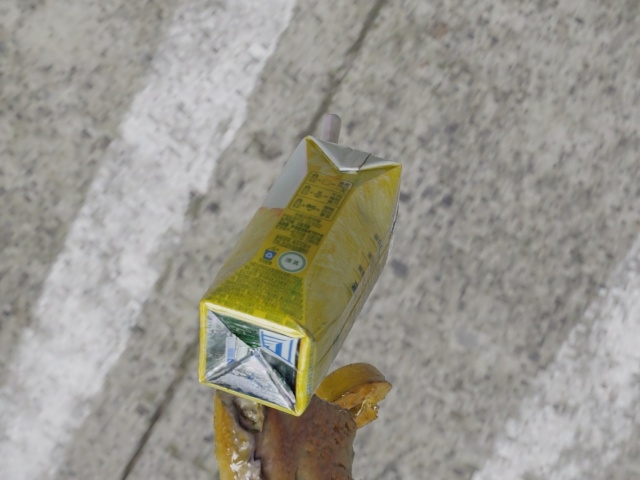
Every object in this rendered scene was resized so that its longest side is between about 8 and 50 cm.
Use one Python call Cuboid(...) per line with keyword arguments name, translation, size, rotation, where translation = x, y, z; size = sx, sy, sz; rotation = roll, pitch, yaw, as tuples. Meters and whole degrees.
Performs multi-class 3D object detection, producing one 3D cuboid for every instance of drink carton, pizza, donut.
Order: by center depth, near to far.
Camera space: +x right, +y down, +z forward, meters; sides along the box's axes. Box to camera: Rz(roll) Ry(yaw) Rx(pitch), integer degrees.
Cuboid(name="drink carton", translation=(0.000, 0.000, 0.915), size=(0.074, 0.200, 0.084), rotation=(17, 136, 15))
Cuboid(name="pizza", translation=(-0.005, 0.242, 1.348), size=(0.085, 0.161, 0.305), rotation=(-18, 106, 37))
Cuboid(name="donut", translation=(0.029, 0.182, 1.898), size=(0.043, 0.097, 0.108), rotation=(59, 141, 32))
